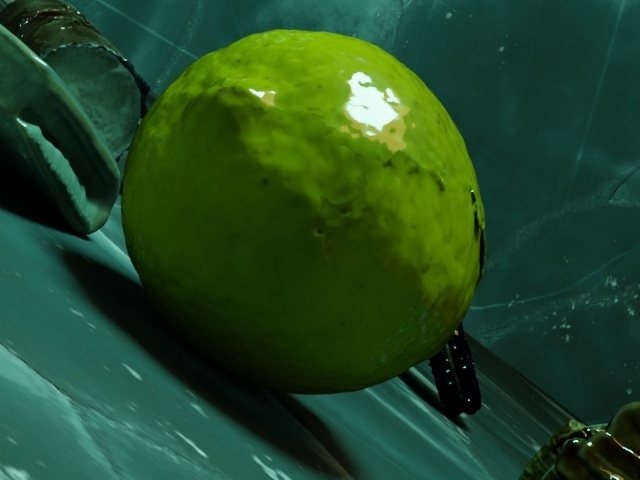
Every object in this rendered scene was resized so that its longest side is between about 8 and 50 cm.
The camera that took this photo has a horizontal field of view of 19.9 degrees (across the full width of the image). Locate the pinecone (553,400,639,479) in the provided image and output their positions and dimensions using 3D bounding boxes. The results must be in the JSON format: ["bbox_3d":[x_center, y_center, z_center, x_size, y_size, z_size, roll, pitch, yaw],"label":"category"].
[{"bbox_3d":[0.290,0.226,1.264,0.296,0.242,0.298,38,7,-47],"label":"pinecone"}]

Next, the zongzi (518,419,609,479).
[{"bbox_3d":[0.331,0.253,1.806,0.289,0.154,0.317,38,15,-7],"label":"zongzi"}]

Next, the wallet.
[{"bbox_3d":[-0.301,-0.162,1.328,0.360,0.083,0.252,38,-12,15],"label":"wallet"}]

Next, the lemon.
[{"bbox_3d":[-0.008,-0.013,1.283,0.253,0.253,0.310,41,-3,35],"label":"lemon"}]

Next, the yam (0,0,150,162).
[{"bbox_3d":[-0.234,-0.140,1.620,0.131,0.131,0.280,37,3,-22],"label":"yam"}]

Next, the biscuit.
[{"bbox_3d":[0.146,0.116,2.157,0.194,0.053,0.194,-16,90,-88],"label":"biscuit"}]
